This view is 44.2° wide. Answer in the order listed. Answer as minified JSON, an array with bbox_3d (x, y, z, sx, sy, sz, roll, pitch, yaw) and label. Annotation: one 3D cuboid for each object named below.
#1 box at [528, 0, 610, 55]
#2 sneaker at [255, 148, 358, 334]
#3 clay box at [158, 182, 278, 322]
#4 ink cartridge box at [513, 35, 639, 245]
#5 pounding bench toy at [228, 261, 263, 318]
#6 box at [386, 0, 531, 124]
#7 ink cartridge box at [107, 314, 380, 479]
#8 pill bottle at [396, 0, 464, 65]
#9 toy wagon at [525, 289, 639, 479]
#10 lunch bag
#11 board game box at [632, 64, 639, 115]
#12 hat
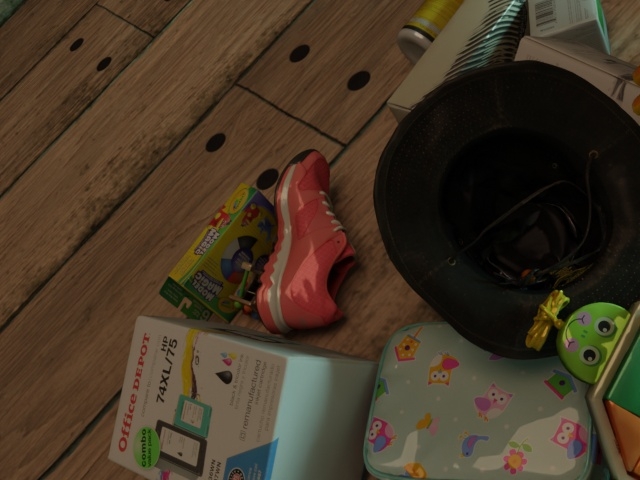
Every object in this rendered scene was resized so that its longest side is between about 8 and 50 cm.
[{"bbox_3d":[0.380,-0.326,1.207,0.102,0.087,0.101,-12,52,26],"label":"box"},{"bbox_3d":[0.000,0.001,1.227,0.136,0.116,0.313,-1,64,22],"label":"sneaker"},{"bbox_3d":[-0.146,0.033,1.270,0.053,0.127,0.222,25,75,44],"label":"clay box"},{"bbox_3d":[0.350,-0.108,0.976,0.283,0.117,0.207,44,130,45],"label":"ink cartridge box"},{"bbox_3d":[-0.110,0.079,1.241,0.052,0.083,0.065,15,67,40],"label":"pounding bench toy"},{"bbox_3d":[0.233,-0.279,1.258,0.094,0.113,0.275,26,76,42],"label":"box"},{"bbox_3d":[-0.097,0.220,1.009,0.270,0.197,0.198,8,86,39],"label":"ink cartridge box"},{"bbox_3d":[0.223,-0.382,1.346,0.184,0.103,0.103,-50,45,-8],"label":"pill bottle"},{"bbox_3d":[0.365,0.155,0.759,0.344,0.068,0.267,28,84,11],"label":"toy wagon"},{"bbox_3d":[0.191,0.208,0.920,0.279,0.108,0.224,-7,56,31],"label":"lunch bag"},{"bbox_3d":[0.498,-0.225,0.880,0.050,0.390,0.389,-46,28,53],"label":"board game box"},{"bbox_3d":[0.230,-0.033,0.906,0.331,0.134,0.331,-1,86,11],"label":"hat"}]
